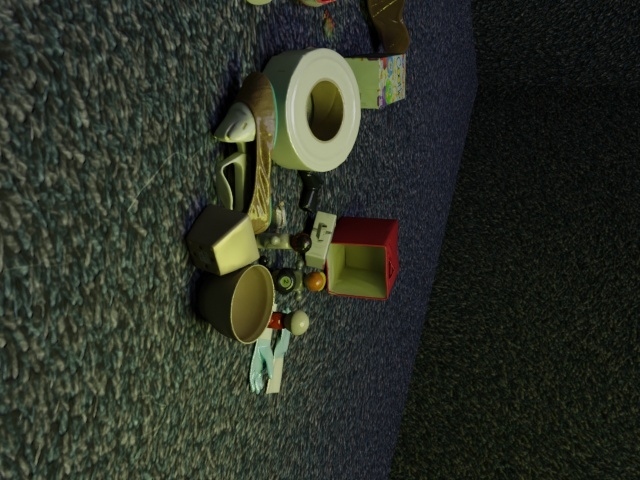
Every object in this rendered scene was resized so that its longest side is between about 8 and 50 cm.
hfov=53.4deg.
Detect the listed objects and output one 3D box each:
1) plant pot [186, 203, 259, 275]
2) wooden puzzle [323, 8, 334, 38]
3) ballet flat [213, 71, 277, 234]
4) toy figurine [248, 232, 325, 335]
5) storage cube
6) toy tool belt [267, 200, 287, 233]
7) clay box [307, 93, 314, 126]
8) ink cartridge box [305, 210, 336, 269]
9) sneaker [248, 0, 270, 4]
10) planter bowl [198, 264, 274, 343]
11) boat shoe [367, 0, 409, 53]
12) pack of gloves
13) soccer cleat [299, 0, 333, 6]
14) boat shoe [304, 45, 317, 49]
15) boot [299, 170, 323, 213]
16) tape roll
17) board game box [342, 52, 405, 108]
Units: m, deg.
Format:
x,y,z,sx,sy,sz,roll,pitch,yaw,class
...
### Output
x,y,z,sx,sy,sz,roll,pitch,yaw,class
-0.201,0.006,1.255,0.096,0.109,0.109,-44,138,-39,plant pot
0.022,-0.590,1.746,0.083,0.006,0.049,51,50,-61,wooden puzzle
-0.162,-0.173,1.312,0.124,0.116,0.342,-13,113,-47,ballet flat
-0.084,0.093,1.481,0.209,0.148,0.213,-60,144,-44,toy figurine
0.134,0.050,1.949,0.193,0.215,0.183,-58,147,-58,storage cube
-0.101,-0.050,1.545,0.051,0.052,0.083,-39,133,-49,toy tool belt
-0.012,-0.358,1.667,0.222,0.053,0.127,-14,109,-67,clay box
0.000,0.000,1.769,0.099,0.056,0.135,93,11,-69,ink cartridge box
-0.154,-0.557,1.250,0.212,0.080,0.094,36,51,-73,sneaker
-0.182,0.124,1.312,0.162,0.109,0.162,-22,115,-60,planter bowl
0.201,-0.745,2.032,0.341,0.122,0.110,69,-2,-55,boat shoe
-0.111,0.281,1.627,0.195,0.046,0.232,27,72,-66,pack of gloves
-0.043,-0.595,1.465,0.248,0.095,0.083,-14,109,-67,soccer cleat
0.006,-0.476,1.670,0.170,0.059,0.063,-29,123,-64,boat shoe
-0.032,-0.131,1.706,0.121,0.045,0.099,32,73,-64,boot
-0.025,-0.306,1.496,0.286,0.100,0.286,-15,110,-49,tape roll
0.153,-0.487,1.920,0.275,0.144,0.142,-38,131,-61,board game box
